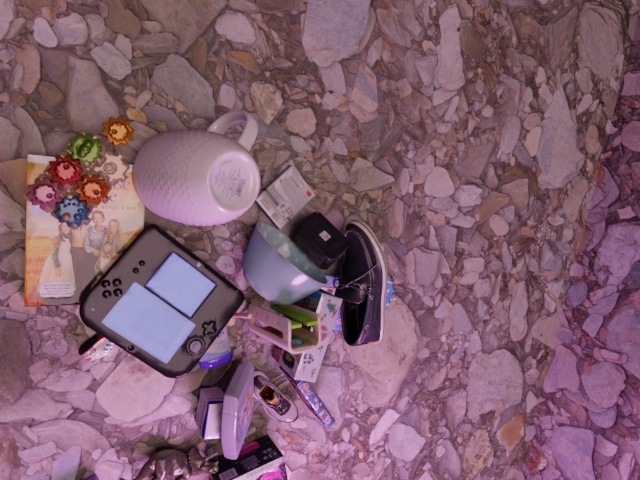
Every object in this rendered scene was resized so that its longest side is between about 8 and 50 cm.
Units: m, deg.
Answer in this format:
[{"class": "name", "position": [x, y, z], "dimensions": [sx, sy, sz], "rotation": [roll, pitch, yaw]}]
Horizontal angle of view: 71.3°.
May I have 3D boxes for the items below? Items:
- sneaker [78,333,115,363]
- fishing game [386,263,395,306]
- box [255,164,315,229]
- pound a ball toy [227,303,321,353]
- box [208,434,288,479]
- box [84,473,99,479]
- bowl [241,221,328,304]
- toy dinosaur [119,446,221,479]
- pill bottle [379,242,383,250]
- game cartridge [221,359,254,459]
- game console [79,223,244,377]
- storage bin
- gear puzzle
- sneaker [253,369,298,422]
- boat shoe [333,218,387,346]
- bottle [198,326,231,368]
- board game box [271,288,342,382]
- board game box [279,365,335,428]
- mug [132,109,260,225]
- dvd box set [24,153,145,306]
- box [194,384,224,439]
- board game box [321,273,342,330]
[{"class": "sneaker", "position": [-0.653, 0.313, 1.374], "dimensions": [0.161, 0.057, 0.075], "rotation": [-38, 131, -20]}, {"class": "fishing game", "position": [0.234, 0.224, 1.854], "dimensions": [0.189, 0.041, 0.264], "rotation": [5, 96, -27]}, {"class": "box", "position": [-0.128, -0.154, 1.590], "dimensions": [0.186, 0.038, 0.145], "rotation": [-46, 117, -14]}, {"class": "pound a ball toy", "position": [-0.172, 0.292, 1.488], "dimensions": [0.208, 0.319, 0.136], "rotation": [-4, 97, -36]}, {"class": "box", "position": [-0.262, 0.848, 1.609], "dimensions": [0.247, 0.163, 0.142], "rotation": [-14, 103, -26]}, {"class": "box", "position": [-0.752, 0.919, 1.409], "dimensions": [0.200, 0.057, 0.294], "rotation": [-23, 109, -23]}, {"class": "bowl", "position": [-0.143, 0.097, 1.502], "dimensions": [0.311, 0.311, 0.163], "rotation": [38, 99, -28]}, {"class": "toy dinosaur", "position": [-0.511, 0.768, 1.505], "dimensions": [0.313, 0.121, 0.161], "rotation": [19, 77, -26]}, {"class": "pill bottle", "position": [0.193, 0.045, 1.786], "dimensions": [0.116, 0.065, 0.065], "rotation": [-16, 106, -26]}, {"class": "game cartridge", "position": [-0.279, 0.582, 1.508], "dimensions": [0.062, 0.198, 0.297], "rotation": [7, 117, 3]}, {"class": "game console", "position": [-0.471, 0.194, 1.354], "dimensions": [0.386, 0.060, 0.342], "rotation": [43, 78, -21]}, {"class": "storage bin", "position": [0.000, 0.000, 1.598], "dimensions": [0.180, 0.084, 0.122], "rotation": [44, 52, 10]}, {"class": "gear puzzle", "position": [-0.628, -0.198, 1.227], "dimensions": [0.175, 0.044, 0.339], "rotation": [42, 78, -28]}, {"class": "sneaker", "position": [-0.171, 0.598, 1.652], "dimensions": [0.100, 0.108, 0.272], "rotation": [-47, 118, -16]}, {"class": "boat shoe", "position": [0.142, 0.172, 1.671], "dimensions": [0.155, 0.186, 0.501], "rotation": [-15, 108, -34]}, {"class": "bottle", "position": [-0.378, 0.281, 1.491], "dimensions": [0.118, 0.092, 0.283], "rotation": [-15, 105, -29]}, {"class": "board game box", "position": [-0.055, 0.317, 1.603], "dimensions": [0.097, 0.224, 0.304], "rotation": [19, 88, -29]}, {"class": "board game box", "position": [-0.051, 0.578, 1.681], "dimensions": [0.042, 0.165, 0.243], "rotation": [-38, 113, -18]}, {"class": "mug", "position": [-0.313, -0.219, 1.283], "dimensions": [0.276, 0.328, 0.374], "rotation": [41, 70, -41]}, {"class": "dvd box set", "position": [-0.674, -0.023, 1.294], "dimensions": [0.307, 0.062, 0.421], "rotation": [3, 97, -30]}, {"class": "box", "position": [-0.372, 0.582, 1.518], "dimensions": [0.072, 0.137, 0.126], "rotation": [7, 95, -29]}, {"class": "board game box", "position": [0.048, 0.244, 1.753], "dimensions": [0.160, 0.039, 0.212], "rotation": [11, 91, -30]}]
